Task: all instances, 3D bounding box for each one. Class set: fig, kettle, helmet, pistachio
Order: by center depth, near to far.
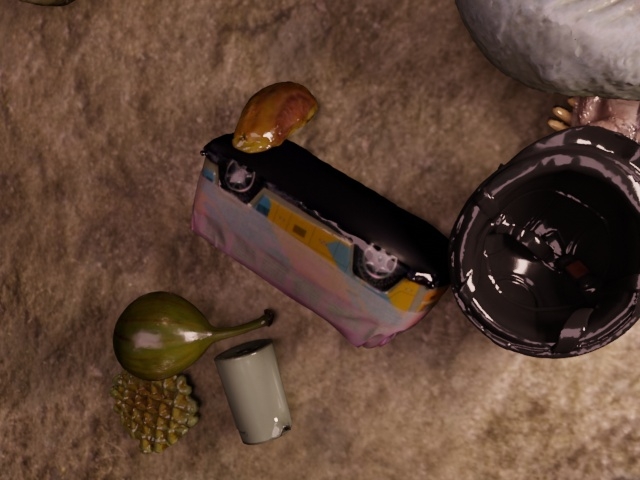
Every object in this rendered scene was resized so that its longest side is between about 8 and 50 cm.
[{"bbox_3d":[0.291,0.003,0.719,0.231,0.160,0.278,30,99,13],"label":"helmet"},{"bbox_3d":[-0.070,-0.191,0.833,0.090,0.173,0.049,26,139,21],"label":"pistachio"},{"bbox_3d":[-0.117,0.248,0.937,0.127,0.098,0.147,-14,94,16],"label":"kettle"},{"bbox_3d":[-0.209,0.164,0.950,0.260,0.151,0.151,5,98,5],"label":"fig"}]

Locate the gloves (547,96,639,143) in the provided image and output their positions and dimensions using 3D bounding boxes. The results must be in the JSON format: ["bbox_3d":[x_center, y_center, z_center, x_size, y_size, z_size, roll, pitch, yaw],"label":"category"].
[{"bbox_3d":[0.369,-0.150,0.708,0.144,0.094,0.110,26,97,36],"label":"gloves"}]

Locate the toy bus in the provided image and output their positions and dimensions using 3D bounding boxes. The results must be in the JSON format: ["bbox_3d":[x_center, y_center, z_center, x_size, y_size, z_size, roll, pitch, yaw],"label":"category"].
[{"bbox_3d":[0.000,0.000,0.834,0.386,0.171,0.162,32,120,16],"label":"toy bus"}]

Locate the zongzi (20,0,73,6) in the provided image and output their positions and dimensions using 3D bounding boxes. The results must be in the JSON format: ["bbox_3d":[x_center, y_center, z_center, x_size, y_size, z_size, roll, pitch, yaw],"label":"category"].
[{"bbox_3d":[-0.380,-0.570,0.907,0.393,0.174,0.355,-2,100,15],"label":"zongzi"}]

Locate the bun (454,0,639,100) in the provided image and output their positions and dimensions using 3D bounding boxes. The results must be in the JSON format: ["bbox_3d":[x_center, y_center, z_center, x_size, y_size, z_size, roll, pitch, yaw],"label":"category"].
[{"bbox_3d":[0.319,-0.320,0.632,0.362,0.211,0.361,-2,84,17],"label":"bun"}]

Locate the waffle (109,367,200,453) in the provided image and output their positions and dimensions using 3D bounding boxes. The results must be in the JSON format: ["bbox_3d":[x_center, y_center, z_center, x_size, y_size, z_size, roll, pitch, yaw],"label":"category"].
[{"bbox_3d":[-0.306,0.294,1.044,0.183,0.036,0.169,-39,81,20],"label":"waffle"}]
